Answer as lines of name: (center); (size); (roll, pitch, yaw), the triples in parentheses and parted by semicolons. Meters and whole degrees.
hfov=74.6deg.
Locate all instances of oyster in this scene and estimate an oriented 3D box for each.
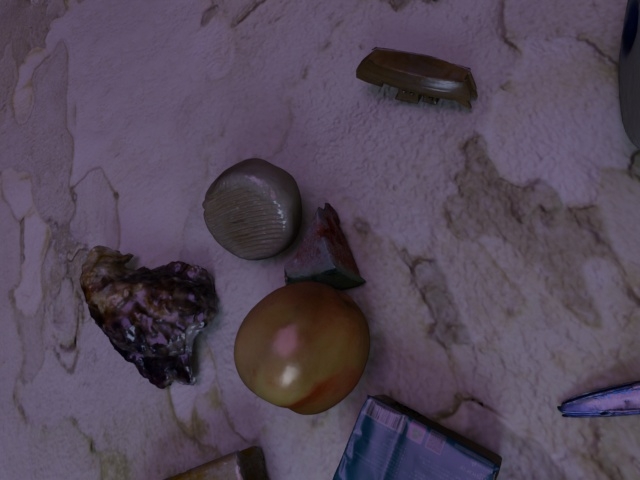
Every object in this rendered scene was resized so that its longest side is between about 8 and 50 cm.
oyster: (-0.309, 0.119, 0.743); (0.270, 0.100, 0.276); (-8, 63, 4)

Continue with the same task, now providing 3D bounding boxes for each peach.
peach: (-0.020, 0.141, 0.570); (0.184, 0.184, 0.185); (-8, 69, 20)

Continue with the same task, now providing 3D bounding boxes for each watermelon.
watermelon: (0.016, 0.014, 0.649); (0.121, 0.098, 0.159); (20, 76, 27)

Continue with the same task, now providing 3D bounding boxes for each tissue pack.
tissue pack: (0.118, 0.280, 0.513); (0.169, 0.082, 0.120); (20, 81, 27)

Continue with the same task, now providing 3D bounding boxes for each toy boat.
toy boat: (0.158, -0.264, 0.702); (0.205, 0.072, 0.065); (23, 65, 17)

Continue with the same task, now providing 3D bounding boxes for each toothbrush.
toothbrush: (0.474, 0.147, 0.442); (0.412, 0.042, 0.035); (-16, 56, 18)

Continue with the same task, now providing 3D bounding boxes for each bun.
bun: (-0.107, -0.057, 0.711); (0.172, 0.113, 0.167); (17, 119, 16)

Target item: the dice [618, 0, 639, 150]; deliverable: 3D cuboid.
dice: (0.510, -0.248, 0.417); (0.303, 0.304, 0.277); (1, 71, 22)

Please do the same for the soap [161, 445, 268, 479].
soap: (-0.188, 0.417, 0.592); (0.257, 0.080, 0.161); (-27, 63, 11)
